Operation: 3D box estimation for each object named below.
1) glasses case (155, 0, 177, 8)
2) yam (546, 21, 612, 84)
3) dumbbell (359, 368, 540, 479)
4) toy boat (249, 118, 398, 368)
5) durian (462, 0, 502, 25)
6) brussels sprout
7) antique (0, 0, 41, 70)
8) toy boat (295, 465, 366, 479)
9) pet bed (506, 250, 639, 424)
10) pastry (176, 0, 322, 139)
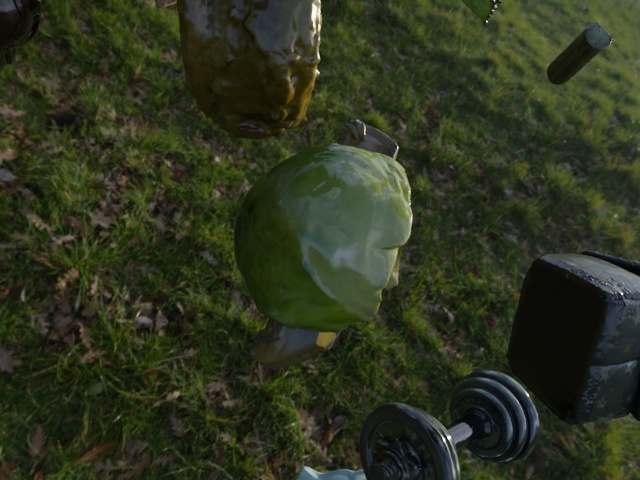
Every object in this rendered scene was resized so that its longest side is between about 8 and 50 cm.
[{"bbox_3d":[-0.394,-0.750,1.307,0.070,0.102,0.193,32,54,28],"label":"glasses case"},{"bbox_3d":[0.608,-0.440,1.067,0.068,0.068,0.169,36,-8,3],"label":"yam"},{"bbox_3d":[0.233,0.339,0.784,0.406,0.179,0.179,1,43,-41],"label":"dumbbell"},{"bbox_3d":[0.000,0.000,0.552,0.121,0.321,0.089,17,-17,24],"label":"toy boat"},{"bbox_3d":[0.171,-0.381,0.569,0.215,0.100,0.086,44,43,-12],"label":"durian"},{"bbox_3d":[-0.007,-0.009,0.369,0.122,0.149,0.151,12,14,-21],"label":"brussels sprout"},{"bbox_3d":[-0.376,-0.208,0.428,0.121,0.256,0.143,61,35,-39],"label":"antique"},{"bbox_3d":[0.076,0.532,0.831,0.290,0.199,0.100,21,1,5],"label":"toy boat"},{"bbox_3d":[0.393,0.134,0.648,0.159,0.211,0.183,1,15,-13],"label":"pet bed"},{"bbox_3d":[-0.064,-0.225,0.480,0.132,0.235,0.240,4,72,-2],"label":"pastry"}]
